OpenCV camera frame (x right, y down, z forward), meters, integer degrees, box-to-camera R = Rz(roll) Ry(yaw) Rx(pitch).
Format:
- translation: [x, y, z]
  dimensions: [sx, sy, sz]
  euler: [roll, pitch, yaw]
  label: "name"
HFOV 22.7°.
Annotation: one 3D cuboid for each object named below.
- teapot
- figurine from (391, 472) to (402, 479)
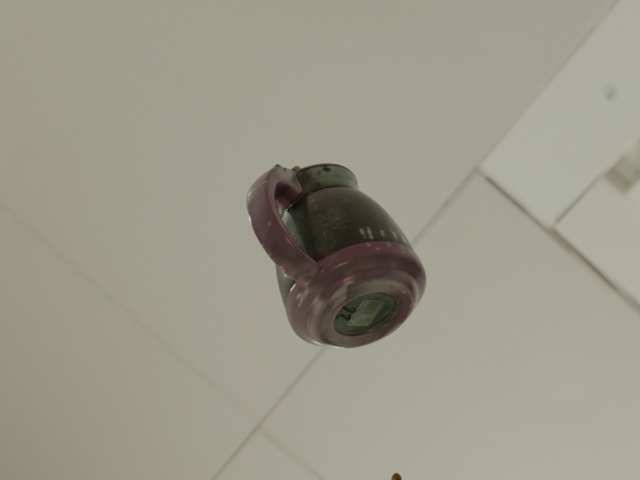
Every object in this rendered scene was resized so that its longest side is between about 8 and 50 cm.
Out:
- translation: [-0.002, 0.007, 1.288]
  dimensions: [0.148, 0.116, 0.146]
  euler: [-1, -132, -27]
  label: "teapot"
- translation: [0.117, 0.411, 1.392]
  dimensions: [0.401, 0.268, 0.387]
  euler: [-62, -41, -65]
  label: "figurine"
